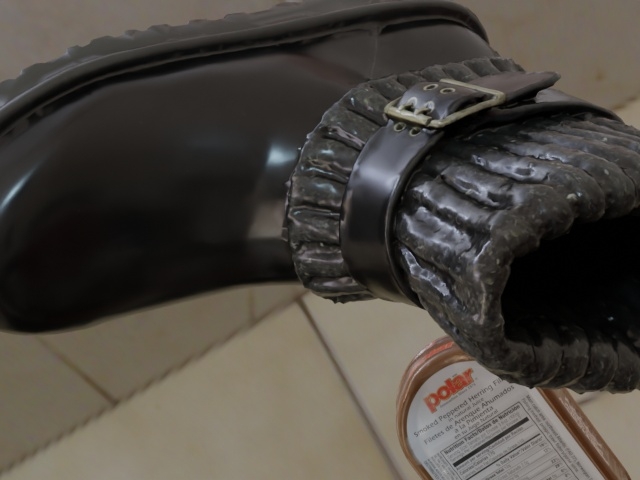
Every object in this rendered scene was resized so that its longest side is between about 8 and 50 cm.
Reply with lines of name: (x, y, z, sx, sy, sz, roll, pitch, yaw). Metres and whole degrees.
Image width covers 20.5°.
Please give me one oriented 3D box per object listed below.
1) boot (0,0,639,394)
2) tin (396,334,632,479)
boot: (0.001, -0.004, 0.818, 0.348, 0.131, 0.260, -23, 41, -19)
tin: (0.125, 0.142, 1.116, 0.106, 0.040, 0.189, -36, 101, 12)
